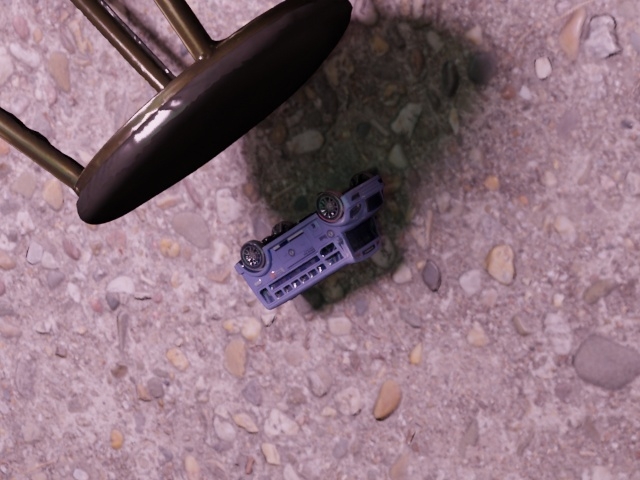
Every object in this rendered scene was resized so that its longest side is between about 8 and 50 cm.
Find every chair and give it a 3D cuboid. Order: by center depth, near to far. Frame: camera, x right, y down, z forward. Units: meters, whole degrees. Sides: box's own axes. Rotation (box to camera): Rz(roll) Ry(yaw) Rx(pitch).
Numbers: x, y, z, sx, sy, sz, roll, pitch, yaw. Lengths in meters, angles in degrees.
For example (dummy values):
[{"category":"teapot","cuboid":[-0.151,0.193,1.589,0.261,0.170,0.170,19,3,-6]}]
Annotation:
[{"category":"chair","cuboid":[-0.209,-0.259,1.598,0.362,0.365,0.410,-40,87,33]}]

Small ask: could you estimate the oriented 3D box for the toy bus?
[{"category":"toy bus","cuboid":[0.000,0.000,1.706,0.167,0.073,0.076,-32,90,38]}]
